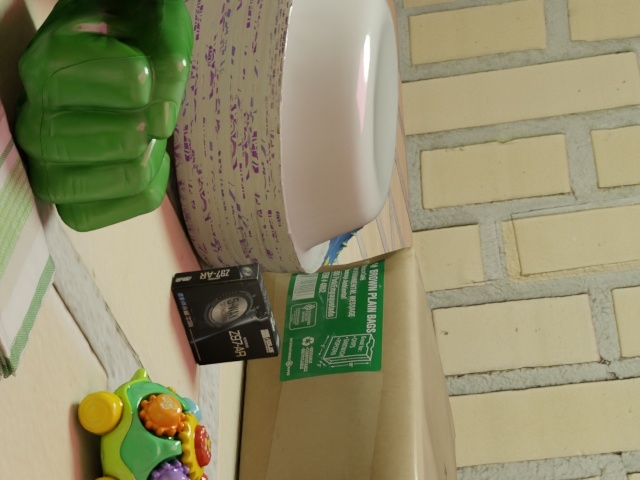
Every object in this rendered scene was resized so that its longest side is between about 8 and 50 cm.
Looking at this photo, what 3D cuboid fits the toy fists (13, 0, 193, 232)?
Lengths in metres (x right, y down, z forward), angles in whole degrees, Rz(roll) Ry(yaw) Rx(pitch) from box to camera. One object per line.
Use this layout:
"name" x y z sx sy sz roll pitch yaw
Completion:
"toy fists" -0.106 -0.136 0.777 0.142 0.096 0.279 -77 179 -58

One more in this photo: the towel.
"towel" -0.168 -0.022 0.709 0.113 0.023 0.152 -87 165 -62

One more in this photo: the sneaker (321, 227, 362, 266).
"sneaker" 0.000 0.000 1.465 0.240 0.126 0.091 74 12 -45

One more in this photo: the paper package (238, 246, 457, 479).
"paper package" 0.037 0.222 1.387 0.325 0.168 0.309 -87 167 -48

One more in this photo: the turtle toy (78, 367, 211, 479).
"turtle toy" -0.097 0.140 0.874 0.095 0.066 0.130 39 44 -78

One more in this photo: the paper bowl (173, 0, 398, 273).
"paper bowl" -0.017 -0.113 1.237 0.284 0.148 0.284 2 90 -80

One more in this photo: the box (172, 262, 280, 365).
"box" -0.071 0.057 1.129 0.018 0.067 0.083 -87 168 -51
